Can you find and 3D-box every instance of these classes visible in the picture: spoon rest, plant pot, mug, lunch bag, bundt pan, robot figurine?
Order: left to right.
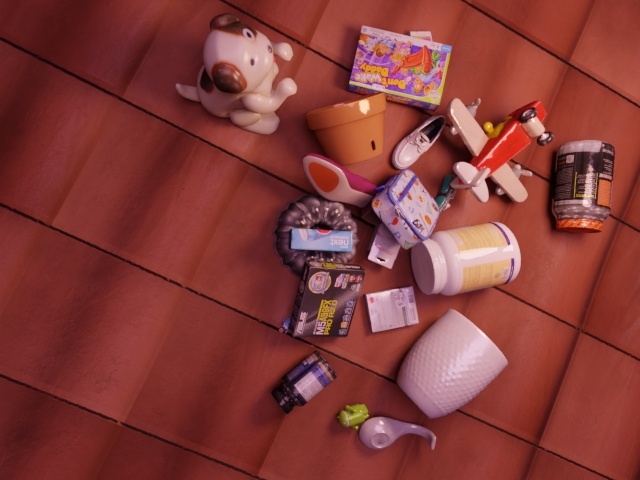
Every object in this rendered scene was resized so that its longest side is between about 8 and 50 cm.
[{"bbox_3d":[-0.005,-0.017,1.712,0.330,0.124,0.331,1,86,-11],"label":"bundt pan"},{"bbox_3d":[0.109,-0.389,1.688,0.290,0.291,0.204,-20,107,-11],"label":"plant pot"},{"bbox_3d":[0.115,0.637,1.729,0.115,0.067,0.101,-14,122,-13],"label":"robot figurine"},{"bbox_3d":[0.279,0.715,1.753,0.276,0.084,0.137,6,107,-2],"label":"spoon rest"},{"bbox_3d":[0.306,-0.122,1.701,0.115,0.303,0.243,-31,100,34],"label":"lunch bag"},{"bbox_3d":[0.471,0.486,1.726,0.328,0.276,0.374,-43,126,-4],"label":"mug"}]

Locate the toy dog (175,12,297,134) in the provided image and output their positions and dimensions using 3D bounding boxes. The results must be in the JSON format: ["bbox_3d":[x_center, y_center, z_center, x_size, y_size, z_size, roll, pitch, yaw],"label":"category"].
[{"bbox_3d":[-0.270,-0.557,1.542,0.395,0.408,0.285,8,85,-11],"label":"toy dog"}]

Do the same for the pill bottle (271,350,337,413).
[{"bbox_3d":[-0.060,0.501,1.675,0.219,0.123,0.123,-37,94,-10],"label":"pill bottle"}]

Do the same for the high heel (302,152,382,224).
[{"bbox_3d":[0.086,-0.211,1.693,0.127,0.181,0.377,-35,119,29],"label":"high heel"}]

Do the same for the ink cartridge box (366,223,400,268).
[{"bbox_3d":[0.245,0.005,1.788,0.104,0.061,0.181,24,82,-9],"label":"ink cartridge box"}]

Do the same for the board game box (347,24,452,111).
[{"bbox_3d":[0.296,-0.647,1.795,0.346,0.078,0.234,13,85,-1],"label":"board game box"}]

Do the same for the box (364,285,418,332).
[{"bbox_3d":[0.267,0.257,1.793,0.186,0.038,0.145,-10,89,-12],"label":"box"}]

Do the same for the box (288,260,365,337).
[{"bbox_3d":[0.022,0.209,1.665,0.216,0.060,0.270,6,109,-25],"label":"box"}]

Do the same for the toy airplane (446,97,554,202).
[{"bbox_3d":[0.633,-0.333,1.787,0.384,0.272,0.387,-2,110,-10],"label":"toy airplane"}]

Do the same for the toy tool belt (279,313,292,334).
[{"bbox_3d":[-0.115,0.302,1.710,0.083,0.051,0.052,-43,95,-9],"label":"toy tool belt"}]

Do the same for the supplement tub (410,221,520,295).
[{"bbox_3d":[0.526,0.070,1.748,0.331,0.241,0.241,-9,89,-11],"label":"supplement tub"}]

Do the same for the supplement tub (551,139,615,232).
[{"bbox_3d":[1.032,-0.207,1.876,0.207,0.207,0.338,8,86,-10],"label":"supplement tub"}]

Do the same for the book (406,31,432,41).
[{"bbox_3d":[0.401,-0.746,1.871,0.096,0.035,0.144,-9,89,-14],"label":"book"}]

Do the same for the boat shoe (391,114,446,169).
[{"bbox_3d":[0.382,-0.379,1.820,0.267,0.088,0.096,-41,95,-10],"label":"boat shoe"}]

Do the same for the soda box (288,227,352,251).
[{"bbox_3d":[0.000,0.000,1.615,0.209,0.067,0.071,3,87,-11],"label":"soda box"}]

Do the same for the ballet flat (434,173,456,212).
[{"bbox_3d":[0.487,-0.164,1.846,0.070,0.070,0.189,29,86,-8],"label":"ballet flat"}]
